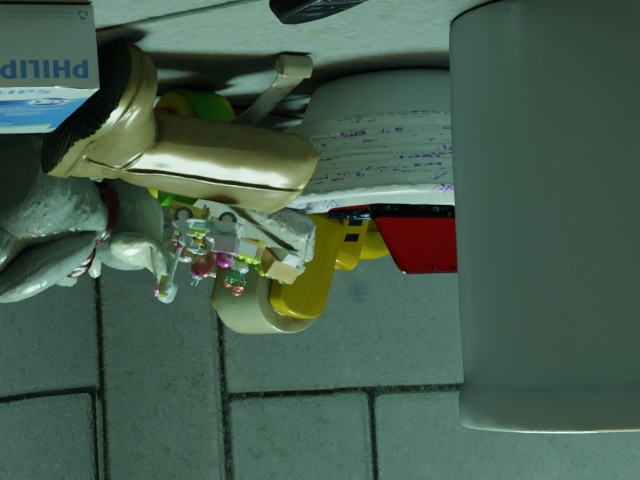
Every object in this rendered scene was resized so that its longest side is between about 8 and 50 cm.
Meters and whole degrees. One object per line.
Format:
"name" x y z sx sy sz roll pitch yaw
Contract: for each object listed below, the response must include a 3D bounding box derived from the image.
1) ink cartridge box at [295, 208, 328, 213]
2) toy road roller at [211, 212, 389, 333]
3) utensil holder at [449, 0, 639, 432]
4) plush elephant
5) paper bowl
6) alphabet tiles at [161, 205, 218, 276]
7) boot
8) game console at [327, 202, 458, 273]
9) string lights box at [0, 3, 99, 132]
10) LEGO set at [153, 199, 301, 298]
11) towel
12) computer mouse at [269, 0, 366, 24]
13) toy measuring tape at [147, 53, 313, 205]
"ink cartridge box" -0.117 -0.097 1.900 0.223 0.045 0.224 30 162 -29
"toy road roller" 0.000 0.000 2.112 0.241 0.329 0.202 23 165 -30
"utensil holder" 0.284 -0.025 1.330 0.328 0.385 0.327 -3 176 0
"plush elephant" -0.315 -0.027 1.756 0.330 0.272 0.255 -29 141 20
"paper bowl" 0.091 -0.116 1.644 0.284 0.148 0.284 -4 177 0
"alphabet tiles" -0.165 -0.042 2.272 0.284 0.021 0.278 25 -144 17
"boot" -0.123 -0.110 1.435 0.269 0.089 0.236 9 159 -28
"game console" 0.098 0.000 1.652 0.144 0.085 0.124 0 176 -44
"string lights box" -0.289 -0.148 1.263 0.133 0.076 0.260 -3 177 -20
"LEGO set" -0.125 0.032 1.650 0.132 0.107 0.287 14 173 17
"towel" -0.090 -0.035 1.825 0.187 0.049 0.282 30 171 3
"computer mouse" 0.052 -0.206 1.001 0.242 0.041 0.071 -15 179 41
"toy measuring tape" -0.118 -0.148 1.577 0.121 0.121 0.330 -1 154 -35
